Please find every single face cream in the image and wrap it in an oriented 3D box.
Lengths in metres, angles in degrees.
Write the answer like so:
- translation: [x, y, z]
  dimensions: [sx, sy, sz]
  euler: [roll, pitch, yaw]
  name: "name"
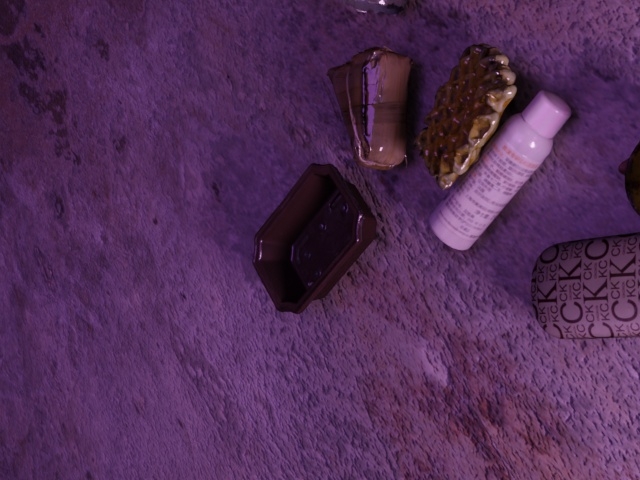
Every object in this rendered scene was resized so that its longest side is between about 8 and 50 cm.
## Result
- translation: [0.263, -0.104, 1.649]
  dimensions: [0.269, 0.082, 0.082]
  euler: [-52, 53, 29]
  name: "face cream"

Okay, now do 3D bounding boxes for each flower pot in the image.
- translation: [0.000, 0.000, 1.912]
  dimensions: [0.251, 0.084, 0.179]
  euler: [-50, 53, 30]
  name: "flower pot"

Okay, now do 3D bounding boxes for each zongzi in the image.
- translation: [0.066, -0.210, 1.857]
  dimensions: [0.197, 0.099, 0.195]
  euler: [-2, 85, 57]
  name: "zongzi"

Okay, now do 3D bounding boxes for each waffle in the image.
- translation: [0.217, -0.191, 1.677]
  dimensions: [0.204, 0.054, 0.223]
  euler: [-63, 19, 19]
  name: "waffle"

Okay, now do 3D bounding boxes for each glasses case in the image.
- translation: [0.426, 0.056, 1.462]
  dimensions: [0.354, 0.085, 0.137]
  euler: [-9, 81, 45]
  name: "glasses case"

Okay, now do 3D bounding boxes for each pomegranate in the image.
- translation: [0.433, -0.089, 1.437]
  dimensions: [0.163, 0.125, 0.138]
  euler: [18, 90, 47]
  name: "pomegranate"

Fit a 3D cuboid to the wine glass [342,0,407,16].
- translation: [0.102, -0.489, 1.817]
  dimensions: [0.126, 0.126, 0.241]
  euler: [14, 96, 46]
  name: "wine glass"
